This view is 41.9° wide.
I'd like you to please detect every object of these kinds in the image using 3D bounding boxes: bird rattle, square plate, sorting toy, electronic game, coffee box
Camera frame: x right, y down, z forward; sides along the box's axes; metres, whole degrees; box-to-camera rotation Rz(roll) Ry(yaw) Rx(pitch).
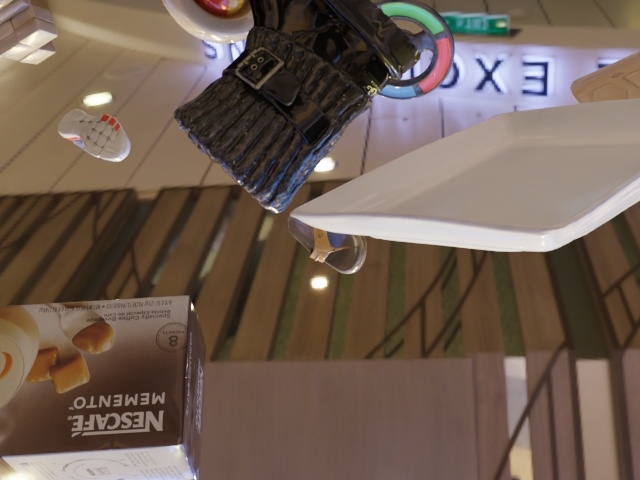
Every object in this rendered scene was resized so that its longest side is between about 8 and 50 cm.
[{"bbox_3d":[-0.151,-0.368,1.121,0.254,0.206,0.143,-13,174,-44],"label":"bird rattle"},{"bbox_3d":[0.200,-0.067,0.820,0.344,0.049,0.347,-26,-162,-31],"label":"square plate"},{"bbox_3d":[0.610,-0.256,1.592,0.193,0.038,0.208,-25,-119,-3],"label":"sorting toy"},{"bbox_3d":[0.165,-0.397,1.747,0.229,0.229,0.048,2,-142,15],"label":"electronic game"},{"bbox_3d":[-0.226,0.133,0.699,0.247,0.098,0.141,-3,-126,0],"label":"coffee box"}]

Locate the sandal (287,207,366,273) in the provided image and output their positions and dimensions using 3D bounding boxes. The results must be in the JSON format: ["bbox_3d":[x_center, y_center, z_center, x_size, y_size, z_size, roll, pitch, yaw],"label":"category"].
[{"bbox_3d":[0.000,0.000,1.239,0.049,0.072,0.180,-8,-154,-39],"label":"sandal"}]

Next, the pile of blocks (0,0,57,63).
[{"bbox_3d":[-0.488,-0.404,1.167,0.113,0.362,0.148,-24,-133,21],"label":"pile of blocks"}]

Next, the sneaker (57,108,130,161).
[{"bbox_3d":[-0.309,-0.142,1.192,0.158,0.065,0.061,30,-102,40],"label":"sneaker"}]

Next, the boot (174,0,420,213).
[{"bbox_3d":[-0.079,-0.225,0.999,0.260,0.131,0.348,-45,-120,7],"label":"boot"}]
